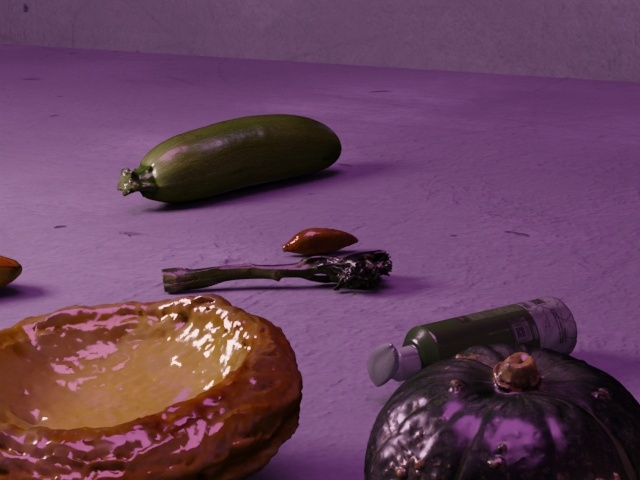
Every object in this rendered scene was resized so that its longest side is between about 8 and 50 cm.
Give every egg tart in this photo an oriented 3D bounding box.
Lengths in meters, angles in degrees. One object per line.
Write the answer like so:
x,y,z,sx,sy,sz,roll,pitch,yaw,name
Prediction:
-0.146,0.134,0.893,0.294,0.123,0.294,-4,17,1,egg tart

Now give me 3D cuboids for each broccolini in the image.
-0.046,0.045,1.385,0.255,0.071,0.057,-8,58,-2,broccolini

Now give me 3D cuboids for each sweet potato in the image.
0.000,0.000,1.512,0.095,0.034,0.034,-7,17,-13,sweet potato

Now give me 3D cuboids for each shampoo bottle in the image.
0.133,0.094,1.114,0.205,0.065,0.065,-10,18,-29,shampoo bottle

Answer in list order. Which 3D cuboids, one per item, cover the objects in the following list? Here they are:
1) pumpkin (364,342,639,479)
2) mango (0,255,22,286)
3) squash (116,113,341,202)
0.121,0.143,0.792,0.190,0.146,0.190,-7,36,6,pumpkin
-0.423,0.031,1.375,0.188,0.066,0.101,2,7,-10,mango
-0.126,-0.124,1.834,0.395,0.107,0.107,-16,22,-40,squash
